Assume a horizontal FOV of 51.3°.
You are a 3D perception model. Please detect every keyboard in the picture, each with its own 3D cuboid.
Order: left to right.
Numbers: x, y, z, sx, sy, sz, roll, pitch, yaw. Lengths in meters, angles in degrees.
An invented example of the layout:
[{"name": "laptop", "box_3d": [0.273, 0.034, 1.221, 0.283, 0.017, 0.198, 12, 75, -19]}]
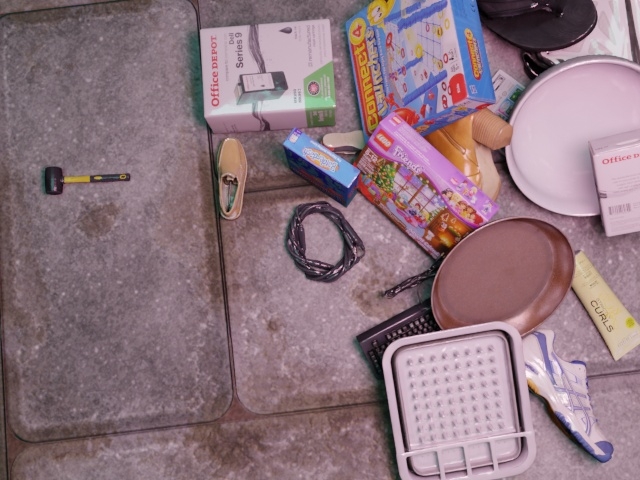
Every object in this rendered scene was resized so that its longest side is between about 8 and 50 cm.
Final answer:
[{"name": "keyboard", "box_3d": [0.226, 0.154, 1.420, 0.317, 0.033, 0.201, -27, 105, -4]}]

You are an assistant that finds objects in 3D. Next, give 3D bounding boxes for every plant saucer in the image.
[{"name": "plant saucer", "box_3d": [0.366, 0.079, 1.361, 0.311, 0.050, 0.310, -5, 120, -10]}]

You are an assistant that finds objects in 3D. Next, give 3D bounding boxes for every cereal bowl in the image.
[{"name": "cereal bowl", "box_3d": [0.557, -0.230, 1.407, 0.339, 0.141, 0.339, 5, 119, 9]}]

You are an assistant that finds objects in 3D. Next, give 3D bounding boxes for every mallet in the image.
[{"name": "mallet", "box_3d": [-0.528, -0.130, 1.508, 0.190, 0.039, 0.062, 4, 82, -3]}]

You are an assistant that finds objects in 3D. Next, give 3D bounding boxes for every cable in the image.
[{"name": "cable", "box_3d": [0.000, 0.000, 1.478, 0.150, 0.047, 0.184, -37, 85, 1]}]

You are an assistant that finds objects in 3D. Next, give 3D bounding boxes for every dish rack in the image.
[{"name": "dish rack", "box_3d": [0.281, 0.332, 1.371, 0.286, 0.072, 0.332, -10, 100, 0]}]

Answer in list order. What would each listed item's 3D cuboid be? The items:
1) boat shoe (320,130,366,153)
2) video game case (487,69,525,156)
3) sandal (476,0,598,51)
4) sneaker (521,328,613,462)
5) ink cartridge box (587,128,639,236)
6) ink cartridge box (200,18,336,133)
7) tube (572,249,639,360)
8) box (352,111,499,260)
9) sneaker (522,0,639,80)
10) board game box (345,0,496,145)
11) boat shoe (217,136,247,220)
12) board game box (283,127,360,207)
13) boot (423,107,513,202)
[{"name": "boat shoe", "box_3d": [0.067, -0.217, 1.503, 0.137, 0.043, 0.049, -3, 70, -13]}, {"name": "video game case", "box_3d": [0.418, -0.289, 1.521, 0.143, 0.019, 0.157, 38, 83, 6]}, {"name": "sandal", "box_3d": [0.386, -0.554, 1.452, 0.446, 0.107, 0.167, 39, 101, 24]}, {"name": "sneaker", "box_3d": [0.522, 0.317, 1.385, 0.131, 0.112, 0.296, -38, 84, -5]}, {"name": "ink cartridge box", "box_3d": [0.623, -0.117, 1.327, 0.140, 0.082, 0.190, -12, 116, 19]}, {"name": "ink cartridge box", "box_3d": [-0.115, -0.362, 1.488, 0.289, 0.121, 0.211, -5, 81, 1]}, {"name": "tube", "box_3d": [0.606, 0.133, 1.439, 0.070, 0.062, 0.240, -35, 87, 37]}, {"name": "box", "box_3d": [0.205, -0.103, 1.406, 0.293, 0.201, 0.057, 43, 55, 7]}, {"name": "sneaker", "box_3d": [0.563, -0.509, 1.474, 0.258, 0.169, 0.447, -15, 84, -3]}, {"name": "board game box", "box_3d": [0.198, -0.382, 1.401, 0.086, 0.302, 0.308, -2, 79, -37]}, {"name": "boat shoe", "box_3d": [-0.198, -0.143, 1.482, 0.068, 0.072, 0.190, -4, 81, 0]}, {"name": "board game box", "box_3d": [0.004, -0.148, 1.411, 0.160, 0.210, 0.047, 34, 85, 6]}, {"name": "boot", "box_3d": [0.293, -0.174, 1.462, 0.104, 0.295, 0.211, -14, 39, -36]}]
